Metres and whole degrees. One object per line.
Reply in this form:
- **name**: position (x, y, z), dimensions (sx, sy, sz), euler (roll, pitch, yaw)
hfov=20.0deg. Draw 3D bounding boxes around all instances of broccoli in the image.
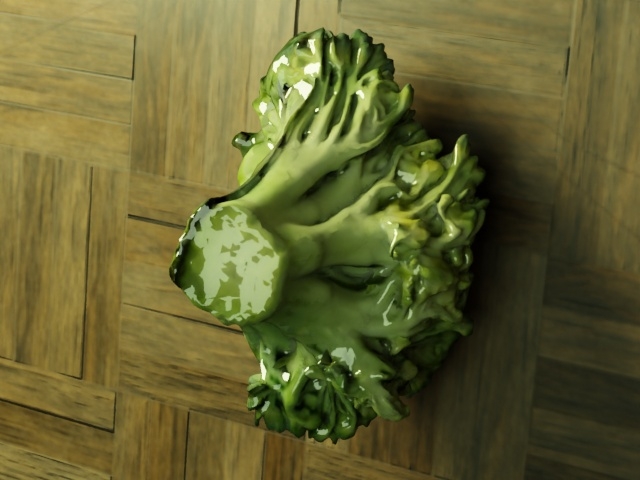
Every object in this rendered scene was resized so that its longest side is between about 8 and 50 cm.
- **broccoli**: position (0.000, 0.000, 1.343), dimensions (0.248, 0.245, 0.288), euler (-35, 85, 22)
